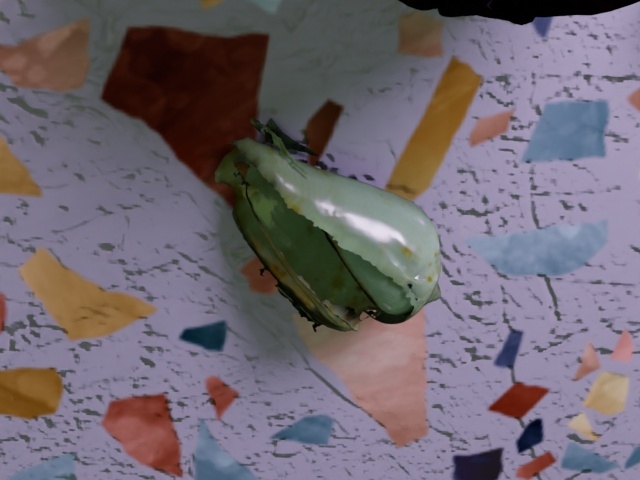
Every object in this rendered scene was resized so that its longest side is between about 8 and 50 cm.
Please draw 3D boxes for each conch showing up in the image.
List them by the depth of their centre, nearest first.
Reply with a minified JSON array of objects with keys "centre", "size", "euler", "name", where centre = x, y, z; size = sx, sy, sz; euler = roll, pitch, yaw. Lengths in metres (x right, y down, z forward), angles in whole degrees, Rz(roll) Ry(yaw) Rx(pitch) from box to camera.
[{"centre":[0.000,0.000,1.025],"size":[0.170,0.079,0.106],"euler":[34,104,-11],"name":"conch"}]

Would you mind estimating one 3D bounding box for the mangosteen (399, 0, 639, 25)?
[{"centre":[0.102,-0.244,0.781],"size":[0.287,0.233,0.288],"euler":[-10,139,-9],"name":"mangosteen"}]
